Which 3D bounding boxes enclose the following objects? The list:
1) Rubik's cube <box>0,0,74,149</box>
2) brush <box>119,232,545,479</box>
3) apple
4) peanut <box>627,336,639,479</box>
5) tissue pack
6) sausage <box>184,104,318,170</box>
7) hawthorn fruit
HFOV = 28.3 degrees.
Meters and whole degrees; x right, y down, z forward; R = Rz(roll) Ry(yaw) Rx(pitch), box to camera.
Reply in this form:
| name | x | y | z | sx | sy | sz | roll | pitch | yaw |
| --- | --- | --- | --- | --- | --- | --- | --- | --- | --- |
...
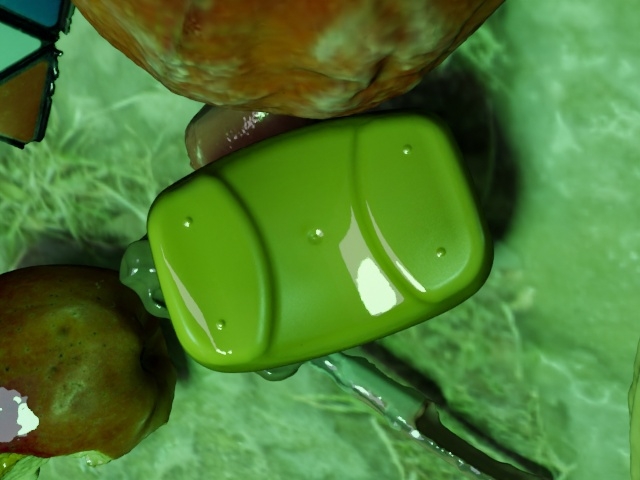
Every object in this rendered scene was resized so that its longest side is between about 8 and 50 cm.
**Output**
| name | x | y | z | sx | sy | sz | roll | pitch | yaw |
| --- | --- | --- | --- | --- | --- | --- | --- | --- | --- |
| Rubik's cube | -0.220 | -0.242 | 0.802 | 0.234 | 0.284 | 0.250 | -31 | 59 | 22 |
| brush | 0.011 | 0.079 | 0.792 | 0.301 | 0.084 | 0.071 | 34 | 127 | 10 |
| apple | -0.185 | 0.085 | 0.886 | 0.158 | 0.156 | 0.147 | -26 | 98 | 12 |
| peanut | 0.233 | 0.019 | 0.544 | 0.174 | 0.158 | 0.340 | 21 | 124 | 27 |
| tissue pack | 0.000 | 0.000 | 0.697 | 0.178 | 0.127 | 0.123 | -18 | 90 | 2 |
| sausage | -0.043 | -0.068 | 0.760 | 0.054 | 0.059 | 0.094 | 41 | 132 | -21 |
| hawthorn fruit | -0.014 | -0.157 | 0.614 | 0.242 | 0.242 | 0.272 | 40 | 161 | 12 |
